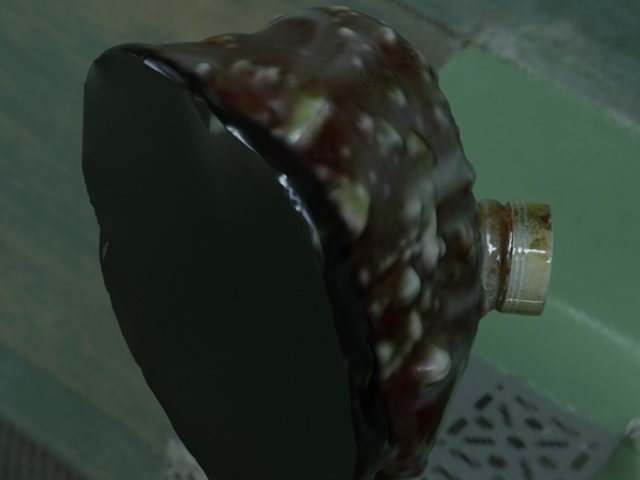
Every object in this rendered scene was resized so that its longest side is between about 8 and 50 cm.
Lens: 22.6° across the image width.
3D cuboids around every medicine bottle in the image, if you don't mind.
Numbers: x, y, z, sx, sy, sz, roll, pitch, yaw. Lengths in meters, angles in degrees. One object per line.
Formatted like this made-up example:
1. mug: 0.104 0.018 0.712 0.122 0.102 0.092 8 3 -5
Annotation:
1. medicine bottle: 0.134 0.014 2.100 0.322 0.151 0.151 4 116 -2

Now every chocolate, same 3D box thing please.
1. chocolate: 0.000 0.000 1.049 0.225 0.210 0.340 6 120 43
